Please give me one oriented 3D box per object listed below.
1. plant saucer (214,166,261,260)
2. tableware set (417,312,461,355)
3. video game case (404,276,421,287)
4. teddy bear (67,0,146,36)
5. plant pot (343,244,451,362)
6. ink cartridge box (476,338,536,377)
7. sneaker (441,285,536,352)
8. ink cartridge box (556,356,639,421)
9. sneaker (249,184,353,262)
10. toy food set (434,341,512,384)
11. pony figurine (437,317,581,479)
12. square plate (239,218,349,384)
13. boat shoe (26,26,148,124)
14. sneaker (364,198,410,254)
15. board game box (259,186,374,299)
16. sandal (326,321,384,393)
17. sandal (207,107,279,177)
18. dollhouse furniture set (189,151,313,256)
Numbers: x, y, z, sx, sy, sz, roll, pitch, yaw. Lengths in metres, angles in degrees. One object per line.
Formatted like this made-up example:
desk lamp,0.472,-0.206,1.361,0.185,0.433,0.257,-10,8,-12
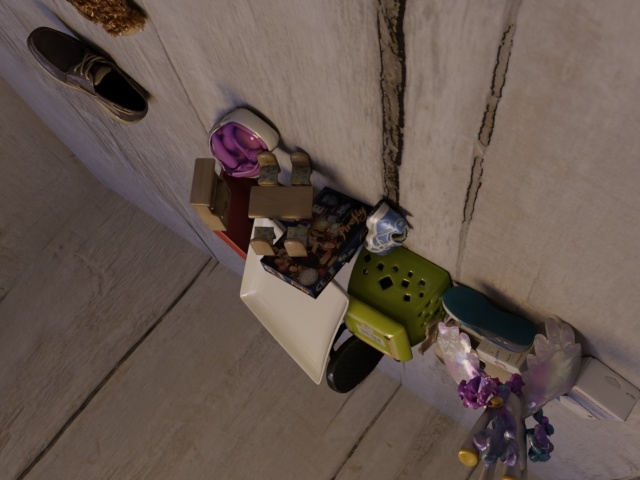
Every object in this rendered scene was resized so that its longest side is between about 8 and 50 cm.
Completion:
plant saucer,-0.209,-0.063,2.002,0.047,0.258,0.259,-20,132,28
tableware set,0.297,0.208,1.792,0.020,0.168,0.141,42,156,30
video game case,0.262,0.148,2.015,0.166,0.015,0.119,42,165,-23
teddy bear,-0.473,-0.519,1.425,0.338,0.113,0.245,38,176,-42
plant pot,0.175,0.154,1.807,0.228,0.207,0.227,28,160,26
ink cartridge box,0.452,0.261,1.761,0.122,0.088,0.052,24,159,41
sneaker,0.378,0.188,1.691,0.228,0.087,0.092,31,159,20
ink cartridge box,0.599,0.333,1.656,0.139,0.082,0.191,36,168,0
sneaker,-0.065,-0.005,1.950,0.315,0.182,0.127,34,169,15
toy food set,0.459,0.362,2.142,0.219,0.092,0.306,30,174,22
pony figurine,0.390,0.360,1.565,0.302,0.363,0.351,2,126,26
square plate,-0.066,0.136,1.830,0.344,0.049,0.347,44,141,26
boat shoe,-0.598,-0.447,1.950,0.355,0.132,0.130,34,160,-30
sneaker,0.148,-0.009,1.616,0.081,0.080,0.211,34,168,18
board game box,0.000,0.000,1.659,0.165,0.243,0.042,26,157,36
sandal,0.110,0.275,2.013,0.107,0.446,0.168,17,115,25
sandal,-0.207,-0.213,1.761,0.169,0.102,0.416,37,166,-4
dollhouse furniture set,-0.139,-0.093,1.590,0.242,0.212,0.161,1,159,7
